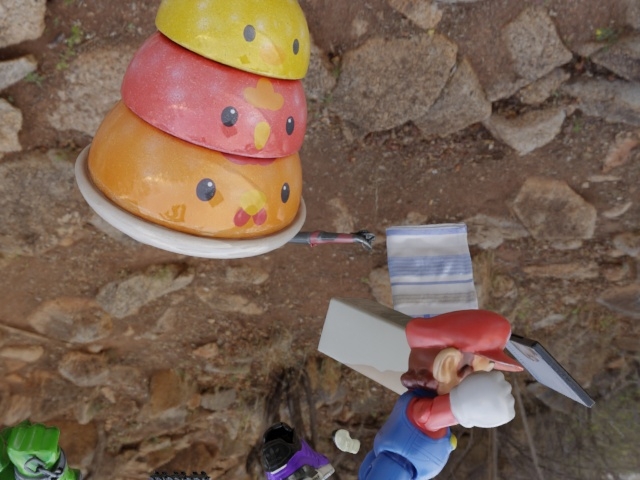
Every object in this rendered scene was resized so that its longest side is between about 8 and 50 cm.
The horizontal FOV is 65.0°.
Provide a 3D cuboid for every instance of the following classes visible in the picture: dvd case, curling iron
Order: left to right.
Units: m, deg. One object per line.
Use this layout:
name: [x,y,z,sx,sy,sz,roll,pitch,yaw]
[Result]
curling iron: [0.000,0.000,1.069,0.274,0.035,0.068,0,160,38]
dvd case: [0.518,0.293,1.197,0.180,0.022,0.253,46,178,2]

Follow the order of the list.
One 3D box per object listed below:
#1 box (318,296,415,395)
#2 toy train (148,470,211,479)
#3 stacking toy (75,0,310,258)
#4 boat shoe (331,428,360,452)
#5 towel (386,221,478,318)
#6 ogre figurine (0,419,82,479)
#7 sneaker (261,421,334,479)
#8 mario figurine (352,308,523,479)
box: [0.162,0.220,1.008,0.311,0.121,0.148,19,-174,40]
toy train: [-0.281,0.483,1.006,0.158,0.036,0.027,-14,-168,28]
stacking toy: [-0.131,-0.247,0.692,0.350,0.350,0.480,15,120,-10]
boat shoe: [0.059,0.528,1.326,0.042,0.049,0.133,8,153,35]
towel: [0.270,0.092,1.202,0.209,0.285,0.034,-2,161,-5]
ogre figurine: [-0.268,0.184,0.388,0.197,0.097,0.118,-25,135,-4]
sneaker: [-0.055,0.453,1.065,0.102,0.146,0.293,-30,161,-2]
mario figurine: [0.143,0.230,0.585,0.170,0.320,0.198,38,169,-26]
